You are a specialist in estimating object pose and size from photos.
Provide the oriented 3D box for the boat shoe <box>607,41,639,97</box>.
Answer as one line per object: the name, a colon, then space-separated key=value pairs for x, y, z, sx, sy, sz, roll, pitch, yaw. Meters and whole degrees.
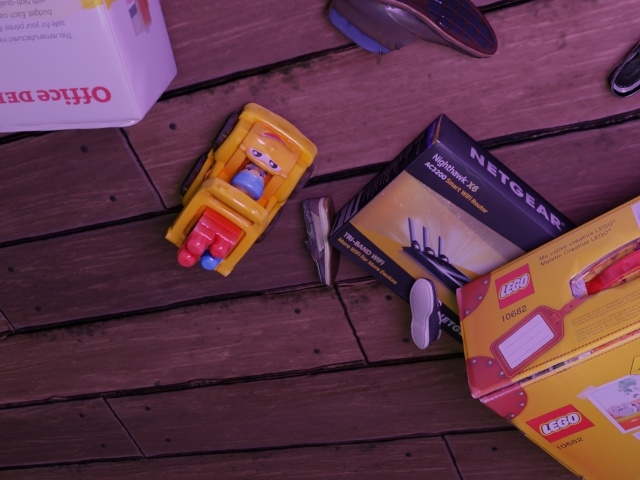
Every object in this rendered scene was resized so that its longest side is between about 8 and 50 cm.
boat shoe: x=0.405 y=-0.227 z=0.984 sx=0.049 sy=0.042 sz=0.133 roll=34 pitch=126 yaw=-9

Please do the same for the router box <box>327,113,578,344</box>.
router box: x=0.205 y=0.002 z=1.184 sx=0.308 sy=0.081 sz=0.243 roll=37 pitch=127 yaw=-13

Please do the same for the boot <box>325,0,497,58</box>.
boot: x=0.111 y=-0.277 z=1.022 sx=0.219 sy=0.082 sz=0.106 roll=29 pitch=150 yaw=-12

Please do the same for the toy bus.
toy bus: x=-0.125 y=-0.054 z=1.152 sx=0.149 sy=0.211 sz=0.220 roll=35 pitch=126 yaw=-10

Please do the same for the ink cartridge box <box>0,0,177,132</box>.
ink cartridge box: x=-0.375 y=-0.347 z=1.031 sx=0.279 sy=0.160 sz=0.385 roll=1 pitch=126 yaw=15

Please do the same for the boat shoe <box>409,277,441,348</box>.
boat shoe: x=0.160 y=0.104 z=1.196 sx=0.046 sy=0.038 sz=0.125 roll=34 pitch=138 yaw=46

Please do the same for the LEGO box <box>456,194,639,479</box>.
LEGO box: x=0.493 y=0.117 z=1.053 sx=0.500 sy=0.193 sz=0.372 roll=-31 pitch=128 yaw=28

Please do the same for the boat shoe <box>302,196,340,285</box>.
boat shoe: x=0.000 y=0.000 z=1.261 sx=0.049 sy=0.056 sz=0.152 roll=6 pitch=118 yaw=18
